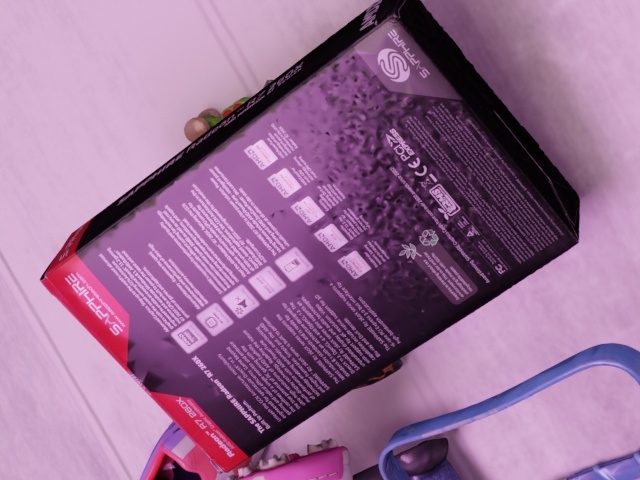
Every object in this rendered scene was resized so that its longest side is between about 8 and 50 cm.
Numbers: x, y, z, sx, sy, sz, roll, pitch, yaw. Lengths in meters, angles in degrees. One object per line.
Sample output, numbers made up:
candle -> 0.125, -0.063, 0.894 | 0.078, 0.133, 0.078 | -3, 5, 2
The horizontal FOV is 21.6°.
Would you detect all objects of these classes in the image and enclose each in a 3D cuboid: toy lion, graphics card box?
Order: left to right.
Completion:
toy lion -> -0.068, -0.077, 1.472 | 0.096, 0.034, 0.100 | 3, 112, 25
graphics card box -> -0.008, -0.002, 1.325 | 0.371, 0.094, 0.233 | -36, 104, 23

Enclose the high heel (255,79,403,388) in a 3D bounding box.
high heel -> 0.000, 0.000, 1.434 | 0.186, 0.093, 0.261 | 11, 108, -4

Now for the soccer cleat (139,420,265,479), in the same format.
soccer cleat -> -0.150, 0.280, 1.624 | 0.109, 0.116, 0.318 | 36, 126, 17

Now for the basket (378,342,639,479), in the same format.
basket -> 0.215, 0.227, 1.296 | 0.255, 0.201, 0.289 | -29, 102, 40

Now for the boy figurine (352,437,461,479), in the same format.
boy figurine -> 0.110, 0.320, 1.432 | 0.177, 0.092, 0.285 | -23, 79, 9

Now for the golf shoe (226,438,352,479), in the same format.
golf shoe -> -0.027, 0.260, 1.424 | 0.306, 0.115, 0.140 | 122, 131, -64
